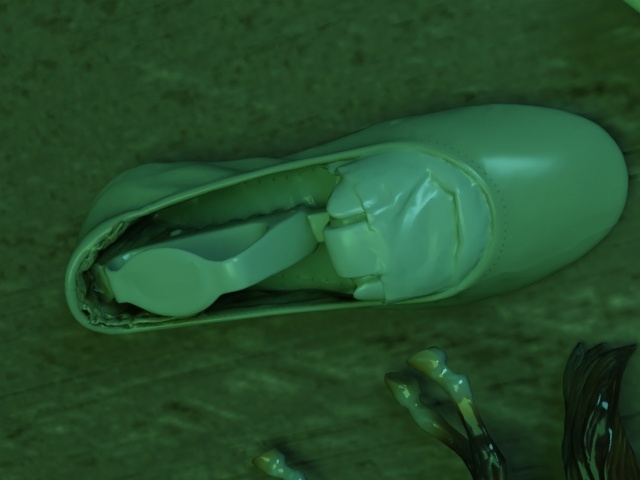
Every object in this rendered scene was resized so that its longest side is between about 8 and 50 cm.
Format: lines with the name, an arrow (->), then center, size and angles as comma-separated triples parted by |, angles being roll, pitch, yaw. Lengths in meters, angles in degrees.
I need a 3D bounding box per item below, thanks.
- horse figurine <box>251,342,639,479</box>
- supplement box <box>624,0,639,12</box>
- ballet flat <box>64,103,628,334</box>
horse figurine -> 0.046, 0.150, 0.679 | 0.263, 0.066, 0.174 | -37, 83, 31
supplement box -> 0.160, -0.103, 0.552 | 0.083, 0.056, 0.083 | 39, 117, 9
ballet flat -> 0.000, 0.000, 0.643 | 0.248, 0.086, 0.086 | -9, 102, 26
